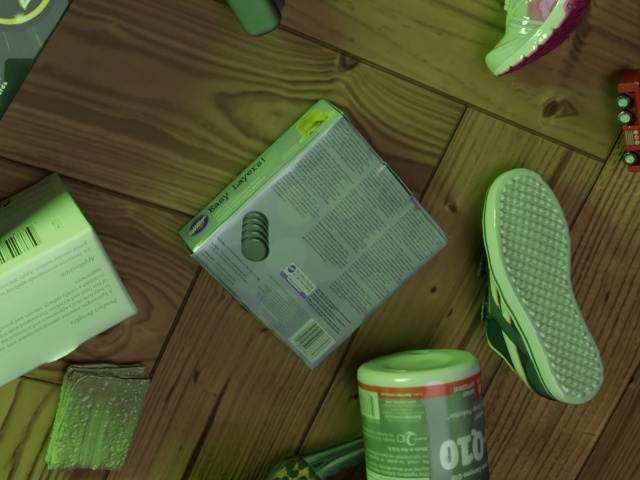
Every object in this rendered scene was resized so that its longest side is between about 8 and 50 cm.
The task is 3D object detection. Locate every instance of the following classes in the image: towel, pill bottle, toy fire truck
[{"bbox_3d":[-0.273,0.216,1.535,0.110,0.027,0.148,6,109,-29],"label":"towel"},{"bbox_3d":[0.140,0.295,1.643,0.161,0.161,0.283,-8,97,-22],"label":"pill bottle"},{"bbox_3d":[0.459,-0.180,1.643,0.135,0.047,0.192,-2,123,22],"label":"toy fire truck"}]

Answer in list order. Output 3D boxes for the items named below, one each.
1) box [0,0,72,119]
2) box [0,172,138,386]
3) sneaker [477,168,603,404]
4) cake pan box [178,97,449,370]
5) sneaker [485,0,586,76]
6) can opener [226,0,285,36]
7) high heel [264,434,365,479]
[{"bbox_3d":[-0.442,-0.194,1.170,0.318,0.097,0.395,31,94,-25],"label":"box"},{"bbox_3d":[-0.318,0.041,1.338,0.181,0.182,0.119,-29,121,-12],"label":"box"},{"bbox_3d":[0.271,0.065,1.680,0.126,0.127,0.321,-18,95,-24],"label":"sneaker"},{"bbox_3d":[0.000,0.000,1.542,0.246,0.070,0.267,-43,124,1],"label":"cake pan box"},{"bbox_3d":[0.272,-0.312,1.514,0.252,0.111,0.103,-54,166,25],"label":"sneaker"},{"bbox_3d":[-0.141,-0.335,1.326,0.095,0.076,0.283,-18,126,20],"label":"can opener"},{"bbox_3d":[0.012,0.405,1.715,0.186,0.093,0.261,-15,103,-26],"label":"high heel"}]
